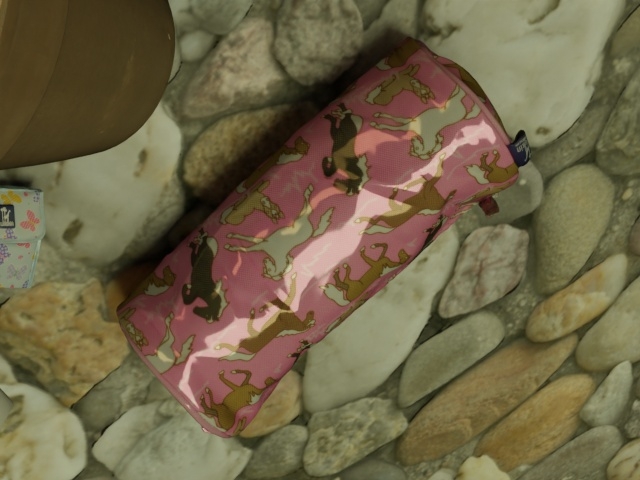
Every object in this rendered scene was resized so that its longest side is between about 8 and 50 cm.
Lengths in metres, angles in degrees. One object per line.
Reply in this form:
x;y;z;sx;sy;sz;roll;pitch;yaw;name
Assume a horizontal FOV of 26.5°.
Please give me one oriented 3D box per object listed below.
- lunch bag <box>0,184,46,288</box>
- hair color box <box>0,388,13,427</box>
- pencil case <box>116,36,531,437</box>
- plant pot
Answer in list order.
-0.263;-0.005;1.094;0.071;0.053;0.083;2;114;-37;lunch bag
-0.388;0.089;0.979;0.374;0.114;0.185;63;40;-46;hair color box
0.000;0.000;1.200;0.386;0.167;0.160;-41;169;3;pencil case
-0.223;-0.144;0.893;0.263;0.263;0.229;-54;154;16;plant pot
